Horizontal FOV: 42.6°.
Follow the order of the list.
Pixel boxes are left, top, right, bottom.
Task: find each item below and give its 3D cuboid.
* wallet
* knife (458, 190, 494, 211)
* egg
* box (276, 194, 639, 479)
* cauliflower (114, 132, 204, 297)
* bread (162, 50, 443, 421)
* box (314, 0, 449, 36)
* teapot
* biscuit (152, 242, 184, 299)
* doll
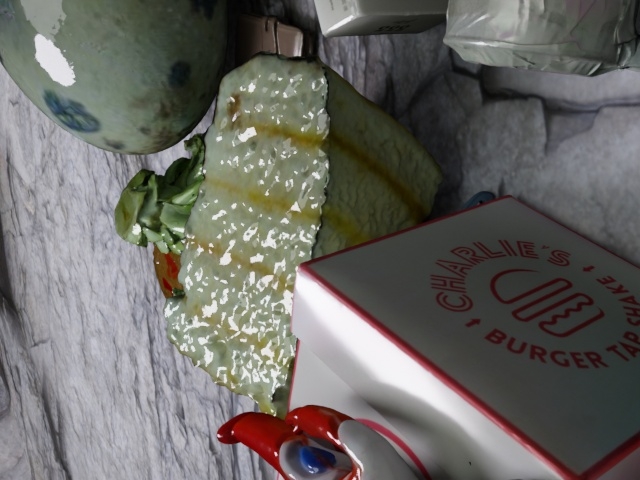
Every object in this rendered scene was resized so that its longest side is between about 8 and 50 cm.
[{"bbox_3d":[-0.069,-0.258,1.157,0.153,0.039,0.118,29,125,43],"label":"wallet"},{"bbox_3d":[0.096,0.066,0.906,0.313,0.044,0.019,-54,33,-8],"label":"knife"},{"bbox_3d":[-0.303,-0.331,1.169,0.345,0.345,0.428,-12,93,51],"label":"egg"},{"bbox_3d":[0.171,0.175,0.791,0.312,0.314,0.300,35,129,38],"label":"box"},{"bbox_3d":[-0.165,-0.041,1.161,0.275,0.250,0.272,-104,23,-68],"label":"cauliflower"},{"bbox_3d":[0.005,-0.008,0.976,0.239,0.264,0.395,25,106,46],"label":"bread"},{"bbox_3d":[0.046,-0.355,0.887,0.071,0.168,0.259,-17,87,49],"label":"box"},{"bbox_3d":[0.221,-0.236,0.721,0.221,0.163,0.178,21,110,46],"label":"teapot"},{"bbox_3d":[-0.212,0.047,1.418,0.273,0.049,0.257,34,126,37],"label":"biscuit"},{"bbox_3d":[0.030,0.224,0.663,0.384,0.099,0.188,-18,91,58],"label":"doll"}]
